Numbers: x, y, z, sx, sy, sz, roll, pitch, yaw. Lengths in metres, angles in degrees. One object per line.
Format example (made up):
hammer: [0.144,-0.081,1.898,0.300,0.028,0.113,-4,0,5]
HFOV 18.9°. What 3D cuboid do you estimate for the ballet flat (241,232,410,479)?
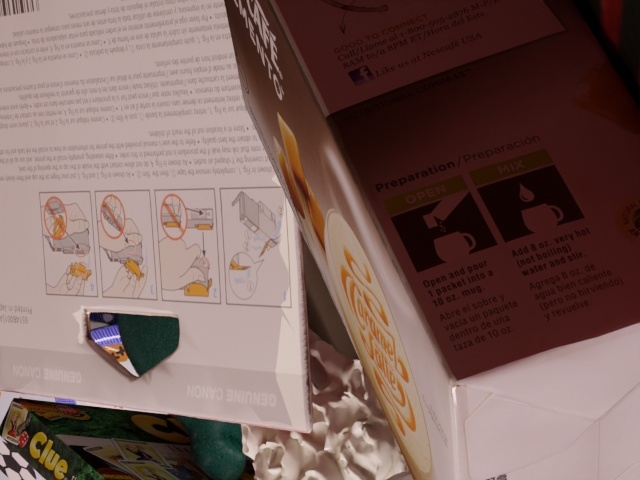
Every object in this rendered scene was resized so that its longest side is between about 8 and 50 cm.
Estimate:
ballet flat: [0.000,0.000,1.041,0.147,0.147,0.409,80,168,-45]

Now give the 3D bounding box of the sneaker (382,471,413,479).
sneaker: [0.078,0.191,0.852,0.321,0.126,0.127,64,-172,-65]

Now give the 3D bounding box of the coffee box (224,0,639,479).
coffee box: [0.047,-0.021,0.673,0.141,0.098,0.246,83,166,-52]

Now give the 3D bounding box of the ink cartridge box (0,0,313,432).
ink cartridge box: [-0.085,-0.045,1.006,0.296,0.066,0.261,1,99,50]

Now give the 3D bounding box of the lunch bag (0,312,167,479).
lunch bag: [-0.121,0.117,1.474,0.385,0.239,0.328,17,135,34]

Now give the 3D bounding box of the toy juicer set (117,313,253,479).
toy juicer set: [-0.036,0.080,1.170,0.209,0.089,0.329,15,-145,-48]

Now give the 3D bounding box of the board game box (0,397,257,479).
board game box: [-0.048,0.143,1.134,0.136,0.259,0.030,28,102,45]
